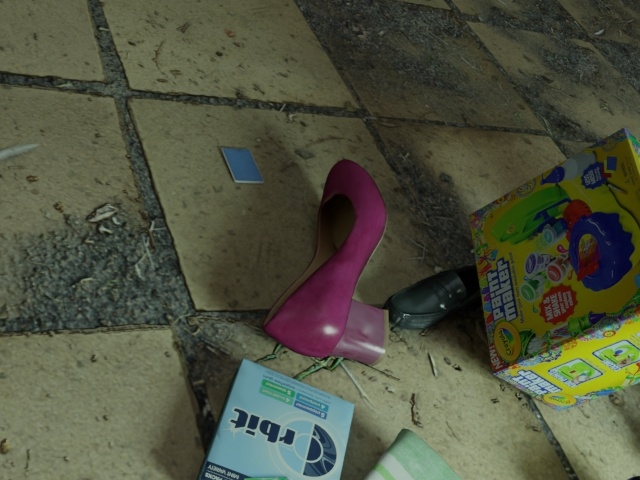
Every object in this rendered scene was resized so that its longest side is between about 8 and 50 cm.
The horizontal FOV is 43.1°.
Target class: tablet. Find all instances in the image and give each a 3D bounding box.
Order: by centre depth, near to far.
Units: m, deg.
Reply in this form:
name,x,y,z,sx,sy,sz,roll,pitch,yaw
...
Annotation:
name,x,y,z,sx,sy,sz,roll,pitch,yaw
tablet,-0.130,-0.125,1.351,0.054,0.006,0.083,0,47,-30

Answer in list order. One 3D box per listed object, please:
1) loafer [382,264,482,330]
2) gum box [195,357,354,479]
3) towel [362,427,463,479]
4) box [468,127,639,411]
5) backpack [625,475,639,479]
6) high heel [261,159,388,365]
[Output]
name,x,y,z,sx,sy,sz,roll,pitch,yaw
loafer,0.187,0.080,1.249,0.223,0.078,0.076,-12,53,-38
gum box,-0.050,0.245,0.962,0.156,0.041,0.184,24,40,-5
towel,0.109,0.384,0.876,0.248,0.038,0.325,44,41,7
box,0.393,0.050,1.177,0.177,0.279,0.290,30,43,-34
backpack,0.397,0.363,1.040,0.120,0.101,0.098,-14,56,-44
high heel,0.000,0.000,1.184,0.181,0.127,0.377,19,42,-26
